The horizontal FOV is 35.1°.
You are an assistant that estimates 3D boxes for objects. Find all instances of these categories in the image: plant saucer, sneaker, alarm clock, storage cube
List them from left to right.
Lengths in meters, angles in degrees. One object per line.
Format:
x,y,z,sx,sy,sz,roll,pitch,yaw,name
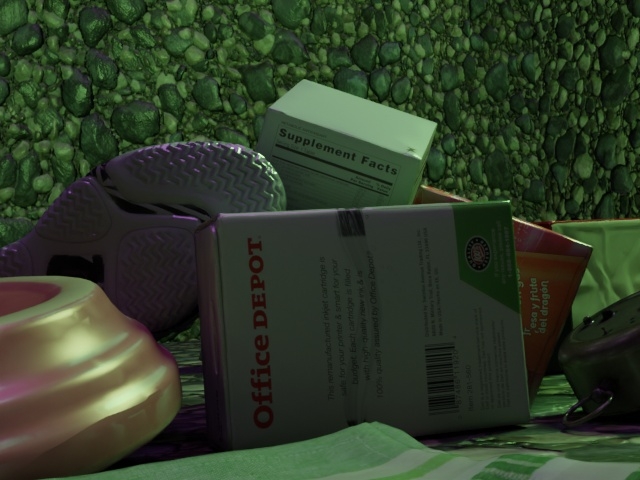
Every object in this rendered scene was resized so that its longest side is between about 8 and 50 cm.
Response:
-0.250,0.083,0.591,0.332,0.084,0.332,-6,8,1,plant saucer
-0.175,0.047,0.861,0.366,0.137,0.210,-33,-12,7,sneaker
0.345,0.066,1.446,0.215,0.183,0.193,-2,-2,-26,storage cube
0.227,0.081,0.726,0.192,0.064,0.129,-33,4,-42,alarm clock

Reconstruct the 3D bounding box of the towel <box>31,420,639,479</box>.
0.005,0.102,0.355,0.248,0.038,0.325,-3,-3,-27,towel

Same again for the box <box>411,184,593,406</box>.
0.150,0.048,0.944,0.154,0.142,0.300,21,2,12,box

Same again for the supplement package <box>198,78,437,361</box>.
0.000,0.000,0.904,0.139,0.244,0.134,20,22,5,supplement package

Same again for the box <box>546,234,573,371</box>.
0.236,0.075,1.190,0.108,0.153,0.207,-4,-2,10,box

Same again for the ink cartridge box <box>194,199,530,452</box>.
0.026,0.058,0.714,0.219,0.160,0.092,-2,-4,-18,ink cartridge box
